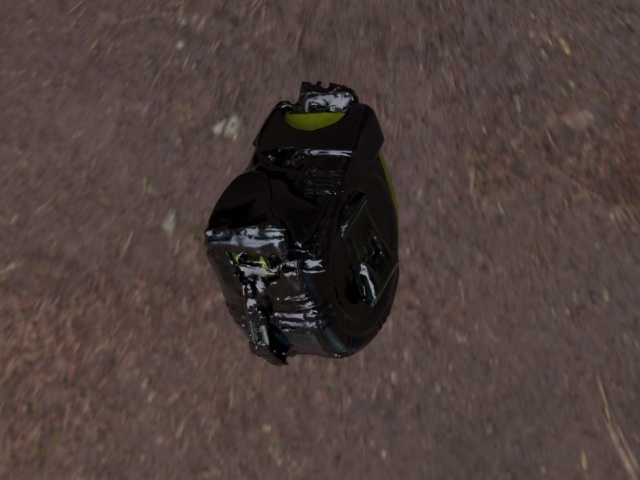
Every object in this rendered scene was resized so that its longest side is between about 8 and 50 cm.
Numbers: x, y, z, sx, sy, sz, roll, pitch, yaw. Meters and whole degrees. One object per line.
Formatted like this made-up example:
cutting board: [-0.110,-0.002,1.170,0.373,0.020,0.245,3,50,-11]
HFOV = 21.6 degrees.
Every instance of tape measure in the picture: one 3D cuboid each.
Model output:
tape measure: [0.000,0.000,1.332,0.112,0.199,0.186,8,137,28]
